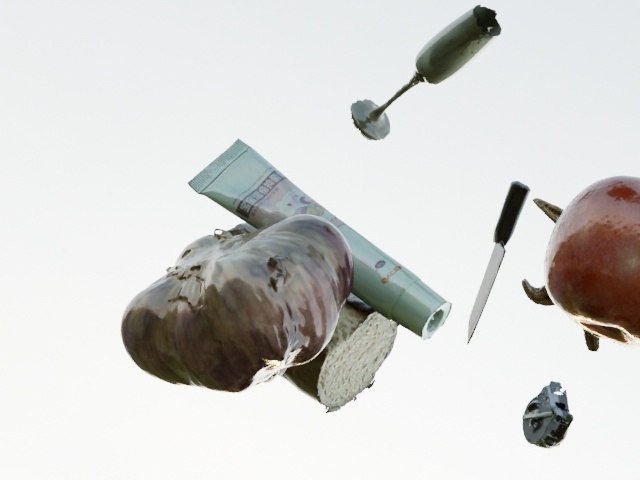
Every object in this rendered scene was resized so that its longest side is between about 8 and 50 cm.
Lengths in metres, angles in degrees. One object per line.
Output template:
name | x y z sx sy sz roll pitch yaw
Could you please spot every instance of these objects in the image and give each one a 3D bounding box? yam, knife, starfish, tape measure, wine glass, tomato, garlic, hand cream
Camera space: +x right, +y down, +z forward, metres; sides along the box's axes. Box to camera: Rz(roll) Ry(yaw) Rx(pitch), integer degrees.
yam | -0.040 0.077 1.626 0.238 0.129 0.128 34 -54 25
knife | 0.232 0.032 1.920 0.028 0.060 0.230 17 -78 -7
starfish | 0.358 0.038 1.868 0.213 0.057 0.238 -30 -98 34
tape measure | 0.358 0.282 2.267 0.054 0.091 0.094 14 -51 -22
wine glass | 0.147 -0.230 1.946 0.074 0.074 0.262 45 -48 -7
tomato | 0.359 0.022 1.629 0.208 0.184 0.208 21 -11 4
garlic | -0.076 0.076 1.452 0.245 0.245 0.160 -4 -69 47
hand cream | 0.000 0.000 1.581 0.331 0.085 0.058 35 -21 26
